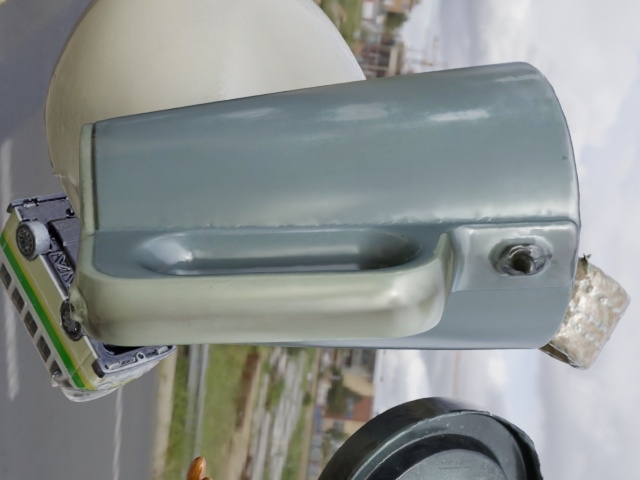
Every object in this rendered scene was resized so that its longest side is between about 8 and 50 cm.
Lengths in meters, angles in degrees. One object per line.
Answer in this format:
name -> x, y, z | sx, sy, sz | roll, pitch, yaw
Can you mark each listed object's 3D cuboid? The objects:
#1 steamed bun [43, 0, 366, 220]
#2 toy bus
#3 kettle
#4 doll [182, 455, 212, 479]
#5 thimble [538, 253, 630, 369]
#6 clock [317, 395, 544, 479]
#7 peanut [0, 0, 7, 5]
steamed bun -> -0.073, -0.107, 0.854 | 0.206, 0.324, 0.324 | -30, -145, 32
toy bus -> -0.372, 0.094, 1.473 | 0.143, 0.305, 0.179 | -15, 156, -49
kettle -> 0.000, 0.000, 0.497 | 0.210, 0.243, 0.160 | -116, -156, -64
doll -> -0.204, 0.372, 1.274 | 0.221, 0.135, 0.143 | -34, -137, 41
thimble -> 0.349, 0.088, 1.497 | 0.148, 0.196, 0.229 | -56, -141, -5
clock -> 0.153, 0.410, 1.424 | 0.076, 0.386, 0.386 | -146, -121, -60
peanut -> -0.189, -0.179, 0.566 | 0.037, 0.037, 0.083 | -83, -173, -73
